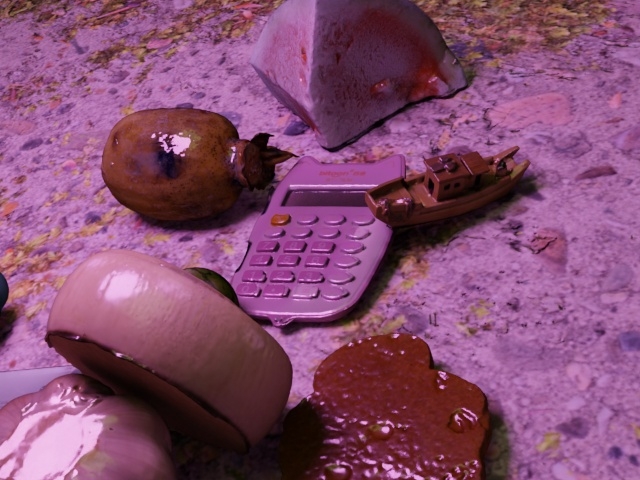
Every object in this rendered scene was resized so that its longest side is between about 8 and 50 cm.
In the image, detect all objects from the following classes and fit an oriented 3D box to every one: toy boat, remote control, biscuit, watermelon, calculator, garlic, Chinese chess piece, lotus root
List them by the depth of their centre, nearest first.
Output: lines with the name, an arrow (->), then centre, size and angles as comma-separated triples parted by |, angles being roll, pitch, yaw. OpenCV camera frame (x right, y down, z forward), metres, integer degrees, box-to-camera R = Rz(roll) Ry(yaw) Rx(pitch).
garlic -> -0.243, 0.240, 1.008 | 0.227, 0.152, 0.228 | -12, 41, 11
biscuit -> 0.062, 0.201, 1.015 | 0.208, 0.041, 0.290 | -12, 38, 11
Chinese chess piece -> -0.149, 0.114, 1.050 | 0.249, 0.250, 0.103 | 12, 62, 35
remote control -> -0.327, 0.191, 1.195 | 0.247, 0.052, 0.104 | -6, 40, 16
watermelon -> -0.138, 0.083, 1.214 | 0.109, 0.109, 0.109 | -12, 37, 9
toy boat -> 0.152, -0.070, 1.266 | 0.206, 0.072, 0.064 | -18, 52, -16
calculator -> 0.000, 0.001, 1.306 | 0.194, 0.043, 0.294 | 2, 45, 25
lotus root -> -0.171, -0.101, 1.420 | 0.278, 0.154, 0.154 | 4, 42, 24
watermelon -> 0.039, -0.238, 1.471 | 0.319, 0.289, 0.214 | 6, 72, 12

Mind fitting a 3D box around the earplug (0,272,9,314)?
earplug -> -0.535, 0.105, 1.350 | 0.280, 0.164, 0.257 | -19, 0, -19
